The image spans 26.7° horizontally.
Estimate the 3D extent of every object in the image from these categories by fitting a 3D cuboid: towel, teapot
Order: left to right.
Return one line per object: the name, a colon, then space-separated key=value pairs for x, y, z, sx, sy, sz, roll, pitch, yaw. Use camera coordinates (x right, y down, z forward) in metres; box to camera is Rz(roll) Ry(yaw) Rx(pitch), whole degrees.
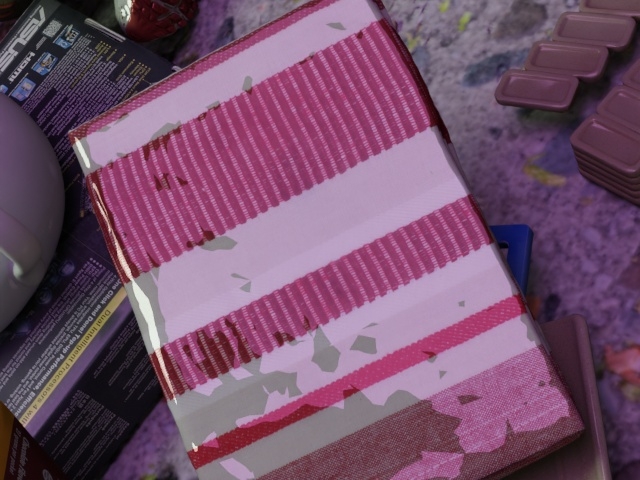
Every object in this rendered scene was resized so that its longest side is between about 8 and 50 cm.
teapot: x=-0.321 y=-0.033 z=0.976 sx=0.256 sy=0.187 sz=0.252 roll=-26 pitch=55 yaw=13
towel: x=-0.006 y=0.023 z=0.859 sx=0.237 sy=0.037 sz=0.329 roll=-26 pitch=74 yaw=10

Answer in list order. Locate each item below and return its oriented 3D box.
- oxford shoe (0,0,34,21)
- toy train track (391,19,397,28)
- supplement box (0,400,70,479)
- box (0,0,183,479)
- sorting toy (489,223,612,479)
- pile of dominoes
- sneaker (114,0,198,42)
oxford shoe: x=-0.266 y=-0.242 z=1.158 sx=0.348 sy=0.123 sz=0.130 roll=-119 pitch=44 yaw=-75
toy train track: x=0.021 y=-0.171 z=1.100 sx=0.083 sy=0.014 sz=0.048 roll=-5 pitch=61 yaw=26
supplement box: x=-0.237 y=0.245 z=0.871 sx=0.194 sy=0.191 sz=0.129 roll=-28 pitch=28 yaw=10
box: x=-0.235 y=0.018 z=1.079 sx=0.318 sy=0.097 sz=0.395 roll=30 pitch=79 yaw=39
sorting toy: x=0.094 y=0.155 z=0.862 sx=0.196 sy=0.047 sz=0.348 roll=-17 pitch=57 yaw=23
pile of dominoes: x=0.270 y=-0.138 z=0.953 sx=0.251 sy=0.040 sz=0.196 roll=-46 pitch=52 yaw=-13
sneaker: x=-0.169 y=-0.252 z=1.211 sx=0.092 sy=0.088 sz=0.225 roll=-26 pitch=45 yaw=18
